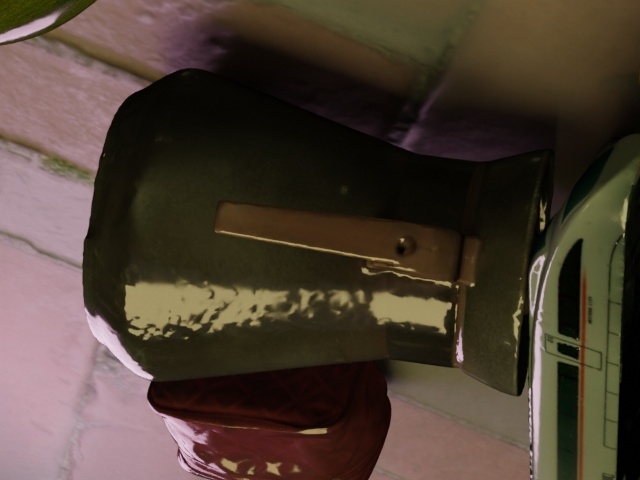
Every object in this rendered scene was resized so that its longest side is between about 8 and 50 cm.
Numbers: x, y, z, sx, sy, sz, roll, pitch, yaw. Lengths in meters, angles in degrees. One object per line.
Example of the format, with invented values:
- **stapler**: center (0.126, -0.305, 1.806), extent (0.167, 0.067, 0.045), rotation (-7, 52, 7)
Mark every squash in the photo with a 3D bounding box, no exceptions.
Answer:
- **squash**: center (-0.254, -0.196, 1.587), extent (0.318, 0.080, 0.071), rotation (-7, 177, 39)

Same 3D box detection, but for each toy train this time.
- **toy train**: center (0.200, 0.064, 1.482), extent (0.088, 0.086, 0.407), rotation (19, 142, 21)

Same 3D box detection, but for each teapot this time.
- **teapot**: center (0.000, 0.000, 1.564), extent (0.344, 0.253, 0.300), rotation (6, 178, 10)

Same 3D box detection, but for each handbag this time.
- **handbag**: center (-0.047, 0.160, 1.933), extent (0.225, 0.146, 0.135), rotation (6, 142, 19)

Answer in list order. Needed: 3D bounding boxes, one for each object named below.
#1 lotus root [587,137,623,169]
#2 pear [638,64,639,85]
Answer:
- **lotus root**: center (0.253, 0.011, 1.547), extent (0.119, 0.138, 0.235), rotation (14, 148, 2)
- **pear**: center (0.291, -0.105, 1.311), extent (0.178, 0.178, 0.178), rotation (15, 148, 10)
